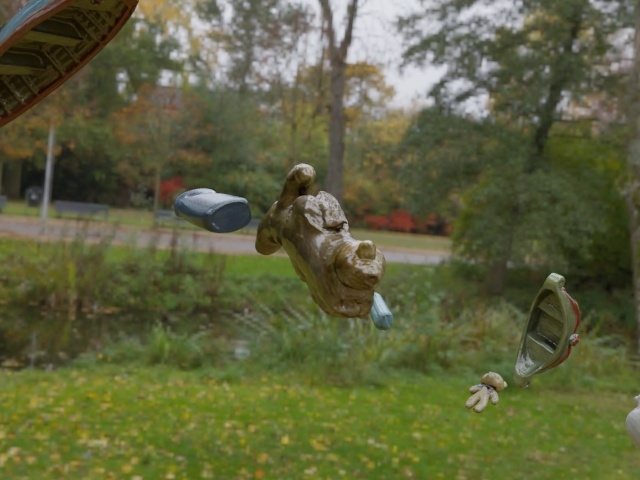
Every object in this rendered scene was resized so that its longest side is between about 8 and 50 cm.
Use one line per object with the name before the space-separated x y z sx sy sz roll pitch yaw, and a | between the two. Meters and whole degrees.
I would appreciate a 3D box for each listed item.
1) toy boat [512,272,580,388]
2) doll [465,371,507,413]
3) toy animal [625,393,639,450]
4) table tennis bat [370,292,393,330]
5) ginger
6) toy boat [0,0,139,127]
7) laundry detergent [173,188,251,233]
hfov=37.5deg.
toy boat | 0.332 0.131 1.377 0.071 0.185 0.089 -4 26 -39
doll | 0.318 0.294 1.808 0.061 0.093 0.051 23 -19 31
toy animal | 0.571 0.285 1.417 0.193 0.179 0.127 -24 -35 -4
table tennis bat | 0.104 0.111 1.896 0.040 0.153 0.244 -21 24 0
ginger | 0.001 0.001 1.186 0.080 0.166 0.333 -1 24 -22
toy boat | -0.396 -0.249 1.280 0.392 0.080 0.136 -27 -17 37
laundry detergent | -0.213 -0.058 1.767 0.096 0.061 0.206 -24 21 -27
